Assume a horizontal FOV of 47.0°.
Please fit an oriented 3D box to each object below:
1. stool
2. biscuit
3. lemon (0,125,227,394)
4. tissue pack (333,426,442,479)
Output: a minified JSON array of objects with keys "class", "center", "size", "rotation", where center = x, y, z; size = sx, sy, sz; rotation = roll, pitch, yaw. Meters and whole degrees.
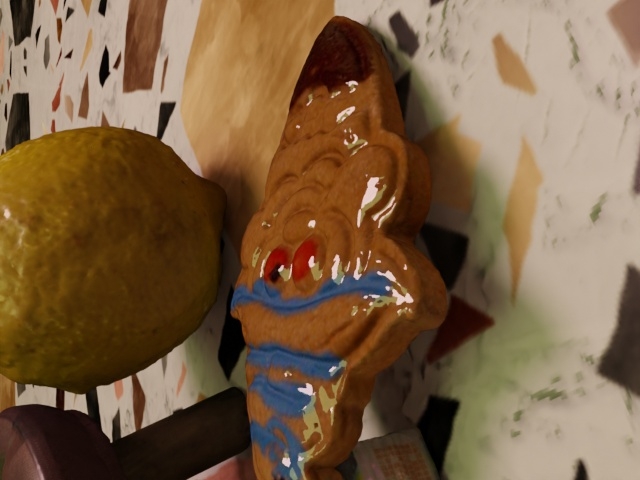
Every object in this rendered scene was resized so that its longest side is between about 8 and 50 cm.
[{"class":"stool","center":[-0.124,0.238,0.495],"size":[0.272,0.179,0.272],"rotation":[-1,89,57]},{"class":"biscuit","center":[0.000,0.000,0.390],"size":[0.183,0.043,0.280],"rotation":[-18,64,53]},{"class":"lemon","center":[-0.176,0.012,0.556],"size":[0.192,0.231,0.192],"rotation":[53,164,22]},{"class":"tissue pack","center":[0.032,0.186,0.363],"size":[0.108,0.060,0.148],"rotation":[-59,42,39]}]
